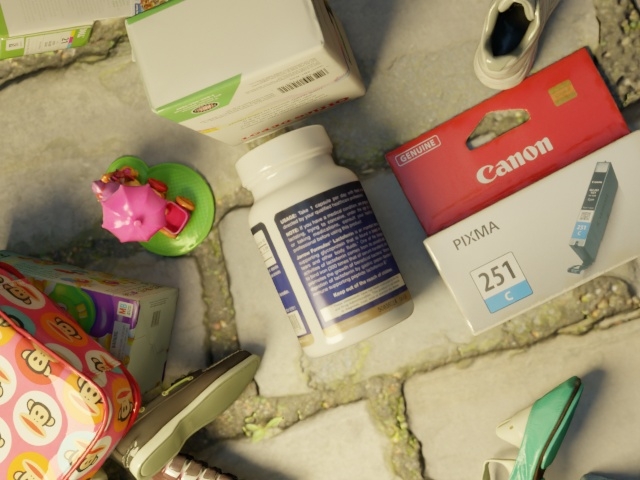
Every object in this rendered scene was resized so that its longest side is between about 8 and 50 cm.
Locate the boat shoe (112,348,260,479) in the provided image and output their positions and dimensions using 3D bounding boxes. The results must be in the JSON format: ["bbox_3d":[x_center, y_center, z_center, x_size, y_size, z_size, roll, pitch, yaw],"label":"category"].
[{"bbox_3d":[-0.173,0.209,1.130,0.068,0.227,0.081,33,142,24],"label":"boat shoe"}]

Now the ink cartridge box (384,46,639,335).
[{"bbox_3d":[0.262,-0.062,1.088,0.296,0.066,0.261,-28,87,10],"label":"ink cartridge box"}]

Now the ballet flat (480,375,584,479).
[{"bbox_3d":[0.252,0.277,1.095,0.087,0.083,0.247,19,93,24],"label":"ballet flat"}]

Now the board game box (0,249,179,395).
[{"bbox_3d":[-0.354,0.111,1.174,0.275,0.144,0.142,12,95,11],"label":"board game box"}]

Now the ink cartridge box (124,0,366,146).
[{"bbox_3d":[-0.075,-0.214,1.042,0.201,0.278,0.117,-20,85,11],"label":"ink cartridge box"}]

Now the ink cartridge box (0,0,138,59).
[{"bbox_3d":[-0.338,-0.367,1.190,0.255,0.097,0.189,-15,88,-23],"label":"ink cartridge box"}]

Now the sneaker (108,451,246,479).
[{"bbox_3d":[-0.196,0.366,1.150,0.281,0.106,0.163,21,77,10],"label":"sneaker"}]

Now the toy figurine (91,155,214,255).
[{"bbox_3d":[-0.242,-0.053,1.139,0.173,0.159,0.130,35,98,9],"label":"toy figurine"}]

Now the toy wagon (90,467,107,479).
[{"bbox_3d":[-0.374,0.346,1.178,0.267,0.068,0.344,45,112,19],"label":"toy wagon"}]

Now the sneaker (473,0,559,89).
[{"bbox_3d":[0.252,-0.301,1.056,0.090,0.115,0.232,15,95,10],"label":"sneaker"}]

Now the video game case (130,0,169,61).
[{"bbox_3d":[-0.193,-0.284,1.173,0.122,0.011,0.087,-2,92,-13],"label":"video game case"}]

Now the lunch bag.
[{"bbox_3d":[-0.390,0.196,1.048,0.293,0.120,0.258,40,100,9],"label":"lunch bag"}]

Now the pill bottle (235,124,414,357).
[{"bbox_3d":[0.000,0.000,1.096,0.153,0.153,0.265,-24,87,11],"label":"pill bottle"}]

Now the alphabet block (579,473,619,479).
[{"bbox_3d":[0.388,0.411,1.015,0.193,0.192,0.197,11,95,12],"label":"alphabet block"}]
